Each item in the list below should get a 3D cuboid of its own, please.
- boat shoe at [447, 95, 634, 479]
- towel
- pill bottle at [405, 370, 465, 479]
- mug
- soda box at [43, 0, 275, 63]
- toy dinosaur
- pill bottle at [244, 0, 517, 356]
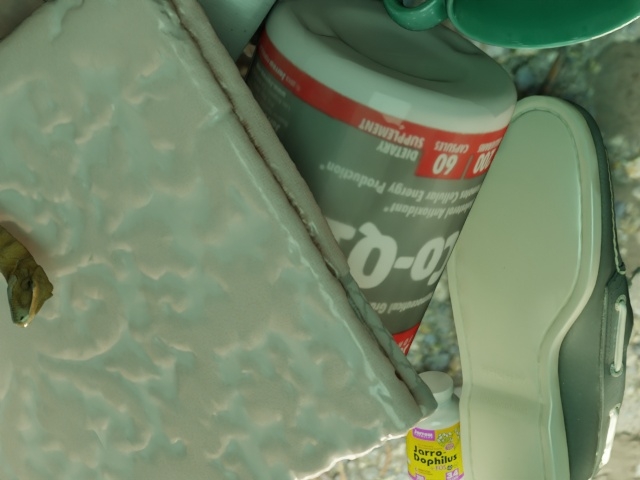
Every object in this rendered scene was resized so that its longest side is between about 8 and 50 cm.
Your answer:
[{"bbox_3d":[0.160,0.047,1.141,0.099,0.116,0.319,-21,119,-43],"label":"boat shoe"},{"bbox_3d":[-0.129,0.029,0.997,0.332,0.053,0.317,-29,95,37],"label":"towel"},{"bbox_3d":[0.083,0.137,1.193,0.043,0.043,0.083,-6,118,-1],"label":"pill bottle"},{"bbox_3d":[0.121,-0.186,0.979,0.158,0.097,0.129,-1,158,-11],"label":"mug"},{"bbox_3d":[-0.159,-0.205,0.968,0.286,0.091,0.098,28,112,-17],"label":"soda box"},{"bbox_3d":[-0.235,-0.029,0.978,0.211,0.064,0.112,48,115,4],"label":"toy dinosaur"},{"bbox_3d":[0.000,0.000,1.048,0.161,0.161,0.283,16,115,-12],"label":"pill bottle"}]
